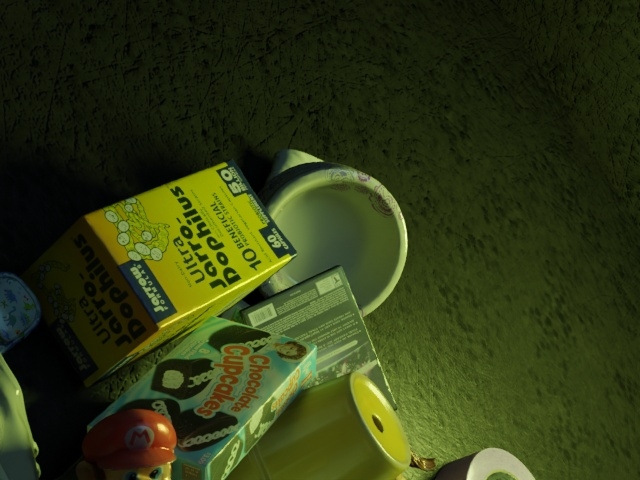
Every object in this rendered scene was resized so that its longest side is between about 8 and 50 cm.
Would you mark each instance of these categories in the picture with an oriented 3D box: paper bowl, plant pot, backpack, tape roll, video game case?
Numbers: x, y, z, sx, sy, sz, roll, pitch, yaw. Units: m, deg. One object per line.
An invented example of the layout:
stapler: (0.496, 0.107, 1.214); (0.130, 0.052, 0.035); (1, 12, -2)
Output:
paper bowl: (0.000, 0.000, 1.972); (0.284, 0.284, 0.148); (45, -2, -20)
plant pot: (-0.004, 0.327, 1.675); (0.254, 0.239, 0.254); (52, 16, -21)
backpack: (-0.436, 0.098, 1.511); (0.105, 0.084, 0.114); (56, 33, -9)
tape roll: (0.331, 0.540, 2.114); (0.275, 0.090, 0.275); (29, 47, -36)
video game case: (0.000, 0.205, 1.883); (0.196, 0.026, 0.274); (-24, 98, -22)

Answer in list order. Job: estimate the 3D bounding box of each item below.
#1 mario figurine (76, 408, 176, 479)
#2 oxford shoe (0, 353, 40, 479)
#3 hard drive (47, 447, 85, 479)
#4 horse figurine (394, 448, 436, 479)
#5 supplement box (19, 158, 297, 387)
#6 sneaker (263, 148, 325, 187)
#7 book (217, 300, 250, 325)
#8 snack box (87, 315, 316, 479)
mario figurine: (-0.228, 0.360, 1.352); (0.198, 0.170, 0.320); (-35, 134, -65)
oxford shoe: (-0.394, 0.308, 1.356); (0.130, 0.169, 0.449); (-2, 63, -52)
hard drive: (-0.215, 0.409, 1.578); (0.339, 0.064, 0.237); (54, 37, -7)
horse figurine: (0.115, 0.442, 1.947); (0.174, 0.066, 0.263); (57, 38, -14)
supplement box: (-0.236, 0.040, 1.678); (0.194, 0.195, 0.356); (55, 36, 4)
sneaker: (0.017, -0.063, 2.140); (0.292, 0.108, 0.169); (36, 45, -27)
book: (-0.140, 0.170, 1.861); (0.096, 0.035, 0.144); (40, 42, -19)
snack box: (-0.157, 0.223, 1.573); (0.322, 0.187, 0.060); (-43, 141, -54)
